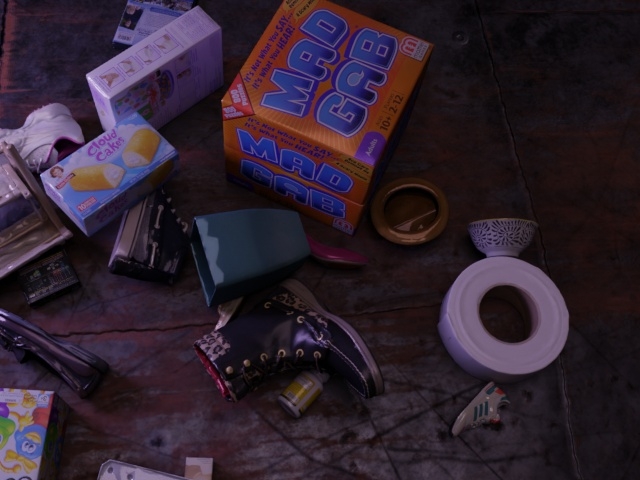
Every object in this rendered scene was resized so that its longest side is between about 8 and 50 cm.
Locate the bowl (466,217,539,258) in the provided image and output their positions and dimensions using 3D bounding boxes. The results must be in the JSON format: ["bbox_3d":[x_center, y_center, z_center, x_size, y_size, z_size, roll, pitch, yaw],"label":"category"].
[{"bbox_3d":[0.436,0.003,1.800,0.170,0.170,0.080,2,80,-5],"label":"bowl"}]

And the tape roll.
[{"bbox_3d":[0.421,0.184,1.744,0.286,0.100,0.286,2,67,-5],"label":"tape roll"}]

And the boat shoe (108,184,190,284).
[{"bbox_3d":[-0.380,-0.051,1.777,0.158,0.127,0.341,20,60,-19],"label":"boat shoe"}]

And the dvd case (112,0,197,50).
[{"bbox_3d":[-0.445,-0.613,2.060,0.180,0.022,0.253,12,65,-1],"label":"dvd case"}]

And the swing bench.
[{"bbox_3d":[-0.739,-0.050,1.684,0.253,0.165,0.255,-34,113,-19],"label":"swing bench"}]

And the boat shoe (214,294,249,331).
[{"bbox_3d":[-0.211,0.160,1.725,0.045,0.050,0.135,23,60,13],"label":"boat shoe"}]

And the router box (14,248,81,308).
[{"bbox_3d":[-0.622,0.088,1.720,0.122,0.038,0.092,-26,71,-16],"label":"router box"}]

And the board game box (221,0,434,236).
[{"bbox_3d":[0.009,-0.292,1.777,0.356,0.356,0.356,24,67,5],"label":"board game box"}]

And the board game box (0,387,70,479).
[{"bbox_3d":[-0.611,0.448,1.503,0.144,0.142,0.275,4,66,-4],"label":"board game box"}]

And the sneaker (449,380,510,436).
[{"bbox_3d":[0.356,0.388,1.669,0.075,0.057,0.161,41,66,18],"label":"sneaker"}]

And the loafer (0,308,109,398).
[{"bbox_3d":[-0.610,0.239,1.621,0.302,0.109,0.095,25,70,3],"label":"loafer"}]

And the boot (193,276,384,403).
[{"bbox_3d":[-0.072,0.253,1.584,0.284,0.138,0.377,-28,48,-22],"label":"boot"}]

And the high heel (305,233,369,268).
[{"bbox_3d":[0.000,0.000,1.798,0.244,0.082,0.117,6,73,11],"label":"high heel"}]

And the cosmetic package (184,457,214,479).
[{"bbox_3d":[-0.255,0.512,1.563,0.060,0.041,0.115,2,66,-5],"label":"cosmetic package"}]

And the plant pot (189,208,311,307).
[{"bbox_3d":[-0.153,0.025,1.679,0.234,0.166,0.166,-13,74,-19],"label":"plant pot"}]

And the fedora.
[{"bbox_3d":[0.218,-0.062,1.846,0.194,0.079,0.194,0,68,1],"label":"fedora"}]

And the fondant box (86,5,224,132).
[{"bbox_3d":[-0.393,-0.393,1.847,0.330,0.238,0.096,-40,76,-20],"label":"fondant box"}]

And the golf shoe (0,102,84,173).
[{"bbox_3d":[-0.710,-0.208,1.806,0.306,0.115,0.140,-38,78,-18],"label":"golf shoe"}]

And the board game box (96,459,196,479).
[{"bbox_3d":[-0.288,0.666,1.461,0.389,0.050,0.390,14,74,0],"label":"board game box"}]

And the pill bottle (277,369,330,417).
[{"bbox_3d":[-0.034,0.327,1.655,0.065,0.065,0.116,41,69,12],"label":"pill bottle"}]

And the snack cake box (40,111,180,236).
[{"bbox_3d":[-0.463,-0.150,1.678,0.152,0.089,0.264,43,65,13],"label":"snack cake box"}]
